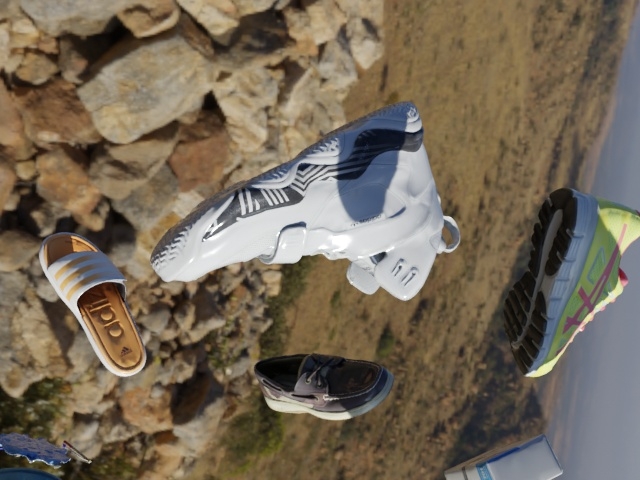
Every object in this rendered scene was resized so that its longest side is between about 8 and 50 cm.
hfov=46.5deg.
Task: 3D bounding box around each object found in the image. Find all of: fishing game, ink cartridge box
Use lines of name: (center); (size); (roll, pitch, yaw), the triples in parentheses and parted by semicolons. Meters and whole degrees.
fishing game: (-0.705, 0.520, 1.831); (0.264, 0.189, 0.041); (25, 82, -48)
ink cartridge box: (0.342, 0.441, 1.415); (0.082, 0.140, 0.190); (67, -23, 14)

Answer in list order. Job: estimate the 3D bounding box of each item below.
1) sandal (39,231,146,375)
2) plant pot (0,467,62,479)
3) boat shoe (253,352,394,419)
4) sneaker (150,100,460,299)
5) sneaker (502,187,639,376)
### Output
sandal: (-0.351, 0.090, 1.202); (0.102, 0.076, 0.265); (-28, 83, -39)
plant pot: (-0.609, 0.634, 1.448); (0.255, 0.272, 0.271); (-127, -155, -56)
boat shoe: (-0.007, 0.241, 1.284); (0.092, 0.285, 0.103); (53, 50, -26)
sneaker: (0.000, 0.000, 0.874); (0.366, 0.137, 0.210); (-31, 99, -17)
sneaker: (0.238, 0.050, 0.696); (0.081, 0.094, 0.208); (-104, -160, -51)
